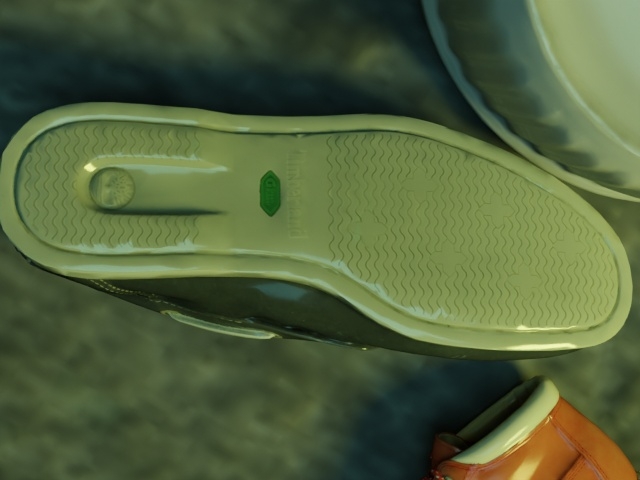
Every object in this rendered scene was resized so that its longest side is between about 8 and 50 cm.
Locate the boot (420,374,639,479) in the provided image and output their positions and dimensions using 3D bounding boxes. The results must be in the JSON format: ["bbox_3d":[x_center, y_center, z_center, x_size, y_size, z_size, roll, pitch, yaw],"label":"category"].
[{"bbox_3d":[0.055,0.125,0.494,0.158,0.059,0.084,-39,99,-1],"label":"boot"}]

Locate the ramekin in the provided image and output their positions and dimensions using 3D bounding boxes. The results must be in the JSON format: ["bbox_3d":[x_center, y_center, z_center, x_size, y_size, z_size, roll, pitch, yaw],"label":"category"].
[{"bbox_3d":[0.138,-0.105,0.408,0.207,0.109,0.207,0,105,-1],"label":"ramekin"}]

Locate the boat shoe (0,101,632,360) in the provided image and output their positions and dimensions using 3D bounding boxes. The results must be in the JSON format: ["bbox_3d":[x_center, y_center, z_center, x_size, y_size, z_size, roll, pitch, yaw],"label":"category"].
[{"bbox_3d":[0.000,0.000,0.454,0.233,0.079,0.084,9,71,-5],"label":"boat shoe"}]
